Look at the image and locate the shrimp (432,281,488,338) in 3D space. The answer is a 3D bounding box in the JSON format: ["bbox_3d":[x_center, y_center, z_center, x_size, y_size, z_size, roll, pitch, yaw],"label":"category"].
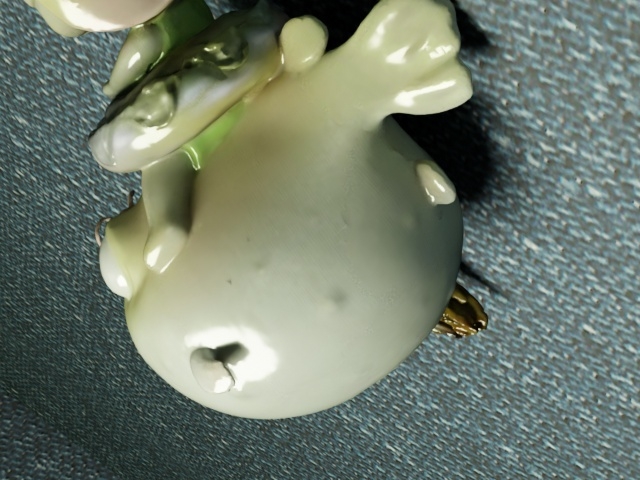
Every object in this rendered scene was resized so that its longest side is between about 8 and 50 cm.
[{"bbox_3d":[0.001,0.000,1.137,0.267,0.061,0.145,26,164,26],"label":"shrimp"}]

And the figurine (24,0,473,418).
[{"bbox_3d":[-0.053,-0.098,0.928,0.274,0.226,0.394,-27,103,35],"label":"figurine"}]
